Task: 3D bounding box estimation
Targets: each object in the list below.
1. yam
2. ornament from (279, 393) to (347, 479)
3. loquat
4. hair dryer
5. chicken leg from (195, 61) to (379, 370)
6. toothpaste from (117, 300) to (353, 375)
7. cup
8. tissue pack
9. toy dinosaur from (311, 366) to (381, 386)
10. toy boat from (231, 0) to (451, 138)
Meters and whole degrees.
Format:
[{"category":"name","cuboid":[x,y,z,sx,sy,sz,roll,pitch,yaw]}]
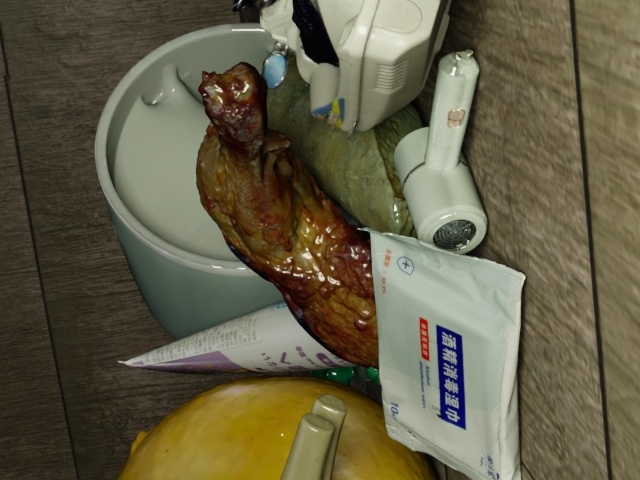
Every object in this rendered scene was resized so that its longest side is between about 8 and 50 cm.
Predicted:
[{"category":"yam","cuboid":[0.031,-0.069,1.104,0.259,0.106,0.106,37,139,53]},{"category":"ornament","cuboid":[0.057,0.265,1.093,0.061,0.230,0.244,-49,-21,-60]},{"category":"loquat","cuboid":[-0.057,0.277,1.281,0.328,0.359,0.328,-10,75,43]},{"category":"hair dryer","cuboid":[0.083,-0.063,0.928,0.137,0.047,0.082,97,164,-45]},{"category":"chicken leg","cuboid":[-0.008,-0.004,1.025,0.322,0.083,0.177,50,165,-26]},{"category":"toothpaste","cuboid":[-0.039,0.088,1.269,0.114,0.299,0.073,8,-109,-49]},{"category":"cup","cuboid":[-0.050,-0.066,1.413,0.274,0.259,0.356,91,-160,-62]},{"category":"tissue pack","cuboid":[0.083,0.081,0.942,0.123,0.026,0.193,26,136,38]},{"category":"toy dinosaur","cuboid":[0.039,0.111,1.361,0.132,0.096,0.059,86,172,-63]},{"category":"toy boat","cuboid":[0.019,-0.146,0.907,0.269,0.141,0.140,162,100,-76]}]
